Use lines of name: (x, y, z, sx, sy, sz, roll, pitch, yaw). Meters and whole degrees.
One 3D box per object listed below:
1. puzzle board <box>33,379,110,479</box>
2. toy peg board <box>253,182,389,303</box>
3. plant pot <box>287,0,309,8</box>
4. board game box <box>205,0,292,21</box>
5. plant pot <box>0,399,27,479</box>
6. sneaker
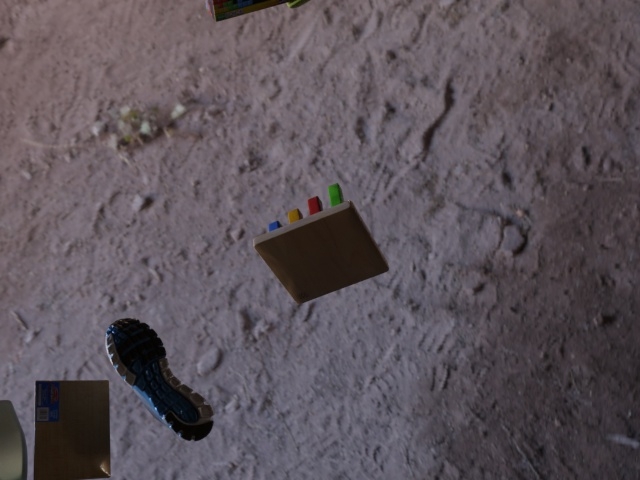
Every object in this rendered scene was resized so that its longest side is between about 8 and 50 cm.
puzzle board: (-0.321, 0.245, 1.096, 0.096, 0.011, 0.128, 5, 67, -28)
toy peg board: (0.000, 0.000, 1.306, 0.160, 0.161, 0.079, -21, 45, 12)
plant pot: (-0.050, -0.710, 2.030, 0.228, 0.207, 0.227, -28, 53, 14)
board game box: (-0.090, -0.408, 1.226, 0.170, 0.141, 0.048, -20, 48, -14)
plant pot: (-0.471, 0.333, 1.111, 0.234, 0.165, 0.166, 20, 104, 57)
sneaker: (-0.217, 0.188, 1.099, 0.071, 0.083, 0.191, -34, 82, -27)
